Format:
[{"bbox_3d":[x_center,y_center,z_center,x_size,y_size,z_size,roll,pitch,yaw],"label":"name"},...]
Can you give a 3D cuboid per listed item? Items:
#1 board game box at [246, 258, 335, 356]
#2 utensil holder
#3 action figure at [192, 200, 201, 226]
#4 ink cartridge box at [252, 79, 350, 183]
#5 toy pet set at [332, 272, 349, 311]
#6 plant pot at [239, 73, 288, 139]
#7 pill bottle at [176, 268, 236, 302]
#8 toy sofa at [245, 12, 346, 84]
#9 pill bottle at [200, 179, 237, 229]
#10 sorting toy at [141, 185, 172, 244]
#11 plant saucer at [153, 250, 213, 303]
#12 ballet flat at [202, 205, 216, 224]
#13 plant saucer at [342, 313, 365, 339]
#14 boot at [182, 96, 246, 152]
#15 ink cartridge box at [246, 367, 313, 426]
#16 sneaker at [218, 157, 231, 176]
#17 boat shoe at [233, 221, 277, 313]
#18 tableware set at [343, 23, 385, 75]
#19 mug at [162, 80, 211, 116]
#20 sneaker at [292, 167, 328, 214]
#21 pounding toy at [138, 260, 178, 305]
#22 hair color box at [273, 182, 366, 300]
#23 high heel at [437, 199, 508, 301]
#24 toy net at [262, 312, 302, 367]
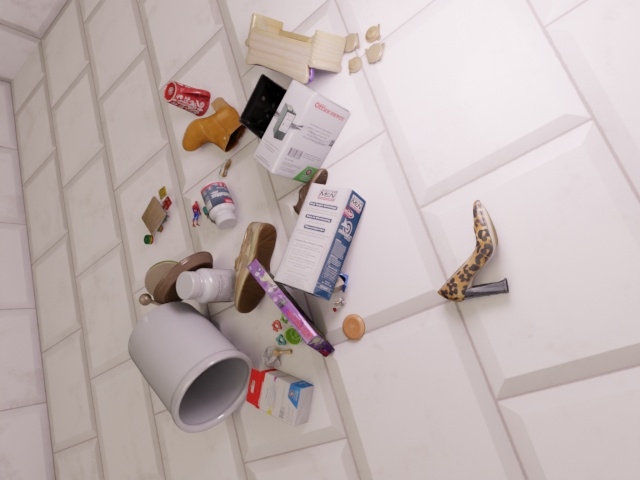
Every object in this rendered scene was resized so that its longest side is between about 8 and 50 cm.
[{"bbox_3d":[-0.098,0.223,1.543,0.056,0.208,0.347,-39,59,-7],"label":"board game box"},{"bbox_3d":[-0.489,0.453,1.739,0.385,0.328,0.327,32,105,36],"label":"utensil holder"},{"bbox_3d":[-0.532,-0.116,2.006,0.038,0.030,0.115,-14,72,29],"label":"action figure"},{"bbox_3d":[-0.060,-0.354,1.565,0.121,0.211,0.289,42,109,32],"label":"ink cartridge box"},{"bbox_3d":[0.052,0.152,1.543,0.122,0.065,0.114,55,151,30],"label":"toy pet set"},{"bbox_3d":[-0.142,-0.445,1.657,0.187,0.167,0.188,42,111,34],"label":"plant pot"},{"bbox_3d":[-0.420,0.171,1.769,0.131,0.229,0.131,-4,83,36],"label":"pill bottle"},{"bbox_3d":[-0.097,-0.670,1.656,0.363,0.150,0.177,31,117,34],"label":"toy sofa"},{"bbox_3d":[-0.399,-0.139,1.859,0.108,0.108,0.180,-38,65,28],"label":"pill bottle"},{"bbox_3d":[-0.750,-0.118,2.156,0.132,0.046,0.274,49,114,29],"label":"sorting toy"},{"bbox_3d":[-0.524,0.155,1.829,0.041,0.278,0.278,44,112,14],"label":"plant saucer"},{"bbox_3d":[-0.458,-0.100,1.944,0.114,0.041,0.041,37,108,34],"label":"ballet flat"},{"bbox_3d":[0.105,0.279,1.505,0.084,0.013,0.083,-3,85,36],"label":"plant saucer"},{"bbox_3d":[-0.440,-0.424,1.919,0.295,0.104,0.211,-45,61,20],"label":"boot"},{"bbox_3d":[-0.145,0.533,1.626,0.231,0.078,0.134,12,92,37],"label":"ink cartridge box"},{"bbox_3d":[-0.395,-0.302,1.919,0.037,0.032,0.083,34,105,34],"label":"sneaker"},{"bbox_3d":[-0.256,0.098,1.733,0.110,0.122,0.341,11,82,41],"label":"boat shoe"},{"bbox_3d":[0.142,-0.640,1.560,0.169,0.020,0.141,-10,78,37],"label":"tableware set"},{"bbox_3d":[-0.560,-0.618,1.985,0.150,0.169,0.113,-39,64,28],"label":"mug"},{"bbox_3d":[-0.043,-0.175,1.624,0.071,0.066,0.188,37,107,34],"label":"sneaker"},{"bbox_3d":[-0.671,0.172,2.018,0.236,0.183,0.110,-65,30,17],"label":"pounding toy"},{"bbox_3d":[0.000,0.000,1.499,0.174,0.105,0.347,14,79,38],"label":"hair color box"},{"bbox_3d":[0.385,0.033,1.266,0.186,0.093,0.261,-13,87,29],"label":"high heel"},{"bbox_3d":[-0.152,0.365,1.648,0.122,0.045,0.232,41,113,9],"label":"toy net"}]
